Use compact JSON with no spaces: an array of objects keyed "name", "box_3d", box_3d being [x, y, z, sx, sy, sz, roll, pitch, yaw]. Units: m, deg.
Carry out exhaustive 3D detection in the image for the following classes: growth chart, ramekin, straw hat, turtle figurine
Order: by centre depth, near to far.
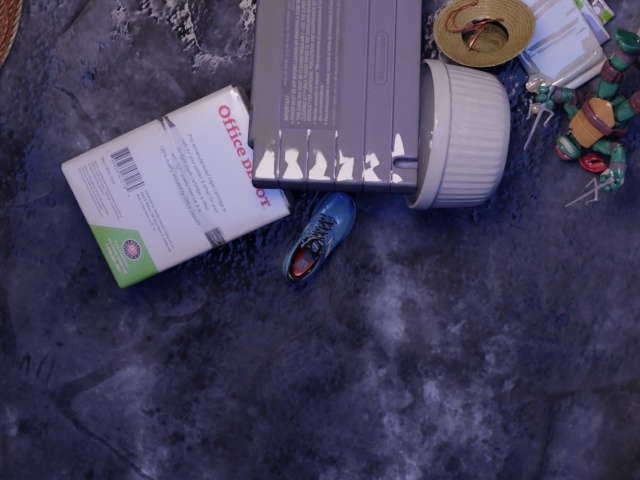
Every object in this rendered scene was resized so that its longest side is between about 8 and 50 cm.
[{"name":"ramekin","box_3d":[0.184,-0.141,1.443,0.109,0.207,0.207,4,99,-6]},{"name":"turtle figurine","box_3d":[0.379,-0.167,1.456,0.175,0.118,0.234,41,129,5]},{"name":"straw hat","box_3d":[0.232,-0.278,1.475,0.144,0.061,0.144,-7,56,11]},{"name":"growth chart","box_3d":[0.329,-0.322,1.495,0.172,0.021,0.237,-27,96,6]}]

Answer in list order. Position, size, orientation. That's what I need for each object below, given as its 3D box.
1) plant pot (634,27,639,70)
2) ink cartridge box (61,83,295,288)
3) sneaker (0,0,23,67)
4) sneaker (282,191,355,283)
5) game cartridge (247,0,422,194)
[{"name":"plant pot","box_3d":[0.484,-0.269,1.458,0.096,0.109,0.109,28,99,13]},{"name":"ink cartridge box","box_3d":[-0.198,-0.080,1.513,0.273,0.115,0.198,-23,97,6]},{"name":"sneaker","box_3d":[-0.492,-0.374,1.495,0.121,0.108,0.302,11,91,2]},{"name":"sneaker","box_3d":[0.000,0.000,1.535,0.063,0.073,0.162,30,99,-1]},{"name":"game cartridge","box_3d":[0.022,-0.240,1.429,0.230,0.068,0.355,2,77,6]}]
